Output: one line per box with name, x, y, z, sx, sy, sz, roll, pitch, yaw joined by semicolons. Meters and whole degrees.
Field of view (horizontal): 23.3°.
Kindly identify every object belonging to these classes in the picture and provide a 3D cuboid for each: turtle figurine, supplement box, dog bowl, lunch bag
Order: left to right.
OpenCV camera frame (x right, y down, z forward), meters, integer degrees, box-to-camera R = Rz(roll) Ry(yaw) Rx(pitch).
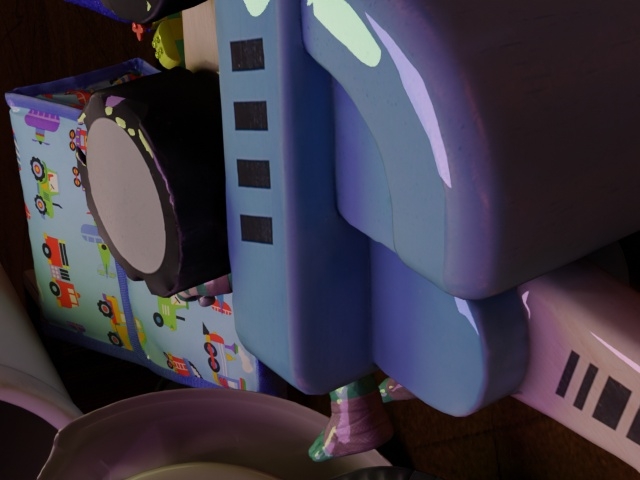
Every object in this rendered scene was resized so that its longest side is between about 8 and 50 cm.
supplement box;-0.201;0.134;1.479;0.073;0.130;0.239;41;138;54
lunch bag;-0.111;-0.004;1.238;0.293;0.138;0.221;21;123;48
dog bowl;-0.080;0.278;1.039;0.102;0.348;0.349;100;150;-69
turtle figurine;0.000;0.000;0.914;0.118;0.175;0.234;-3;111;59

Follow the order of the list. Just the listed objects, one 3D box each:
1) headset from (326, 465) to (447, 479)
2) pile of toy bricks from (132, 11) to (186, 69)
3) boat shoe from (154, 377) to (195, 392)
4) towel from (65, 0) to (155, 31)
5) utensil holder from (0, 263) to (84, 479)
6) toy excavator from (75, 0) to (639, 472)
headset;0.081;0.276;0.844;0.394;0.185;0.243;17;75;55
pile of toy bricks;-0.075;-0.148;1.060;0.212;0.105;0.118;71;157;12
boat shoe;-0.061;0.201;1.219;0.306;0.113;0.105;-124;14;-57
towel;-0.192;-0.334;1.262;0.227;0.076;0.308;31;130;60
utensil holder;-0.384;0.152;1.335;0.385;0.327;0.328;-130;34;-52
toy excavator;0.092;0.014;0.676;0.445;0.222;0.433;33;134;46
